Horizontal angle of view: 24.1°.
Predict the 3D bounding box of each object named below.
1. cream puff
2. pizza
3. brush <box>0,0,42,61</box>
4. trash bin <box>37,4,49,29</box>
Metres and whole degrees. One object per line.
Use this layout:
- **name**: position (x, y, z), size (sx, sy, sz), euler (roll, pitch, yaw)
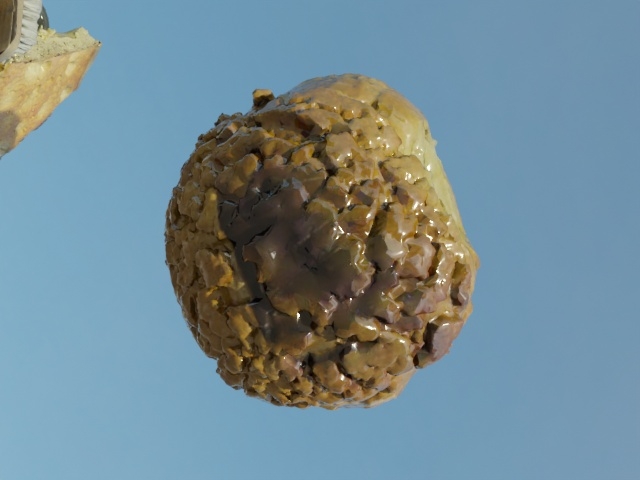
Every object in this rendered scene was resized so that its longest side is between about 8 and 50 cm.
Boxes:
- **cream puff**: position (0.000, 0.000, 1.482), size (0.327, 0.231, 0.343), euler (18, -87, 16)
- **pizza**: position (-0.379, -0.187, 1.855), size (0.080, 0.188, 0.204), euler (40, -57, 12)
- **brush**: position (-0.333, -0.349, 1.636), size (0.070, 0.065, 0.328), euler (-4, -101, 30)
- **trash bin**: position (-0.469, -0.306, 2.171), size (0.161, 0.175, 0.175), euler (14, -54, 69)
